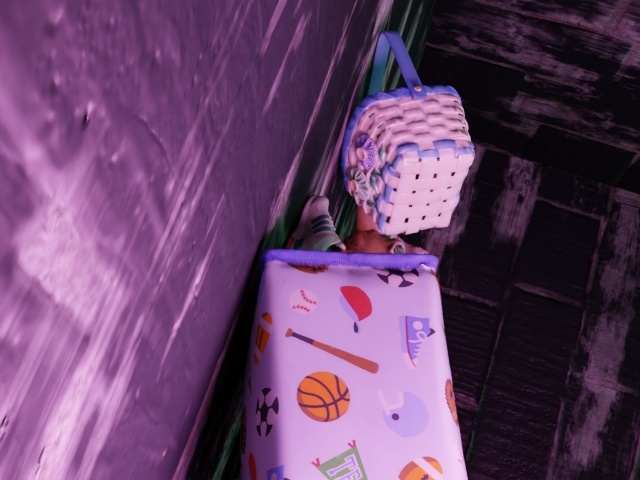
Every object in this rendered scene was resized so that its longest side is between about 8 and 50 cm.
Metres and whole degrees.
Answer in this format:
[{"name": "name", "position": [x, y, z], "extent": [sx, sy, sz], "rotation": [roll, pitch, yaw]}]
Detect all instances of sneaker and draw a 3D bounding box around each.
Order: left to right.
[{"name": "sneaker", "position": [0.000, 0.000, 1.128], "extent": [0.161, 0.075, 0.057], "rotation": [-65, 171, -53]}]

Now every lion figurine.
[{"name": "lion figurine", "position": [0.112, -0.067, 1.693], "extent": [0.240, 0.142, 0.392], "rotation": [9, -91, 56]}]

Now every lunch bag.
[{"name": "lunch bag", "position": [0.023, 0.241, 0.965], "extent": [0.385, 0.239, 0.328], "rotation": [108, -17, -54]}]

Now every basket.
[{"name": "basket", "position": [0.132, -0.176, 1.422], "extent": [0.255, 0.201, 0.289], "rotation": [99, -18, -46]}]

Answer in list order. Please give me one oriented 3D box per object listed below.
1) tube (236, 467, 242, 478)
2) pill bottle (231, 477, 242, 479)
[{"name": "tube", "position": [-0.138, 0.461, 1.373], "extent": [0.070, 0.062, 0.240], "rotation": [23, 89, -41]}, {"name": "pill bottle", "position": [-0.081, 0.453, 1.226], "extent": [0.176, 0.176, 0.318], "rotation": [88, 20, -75]}]
